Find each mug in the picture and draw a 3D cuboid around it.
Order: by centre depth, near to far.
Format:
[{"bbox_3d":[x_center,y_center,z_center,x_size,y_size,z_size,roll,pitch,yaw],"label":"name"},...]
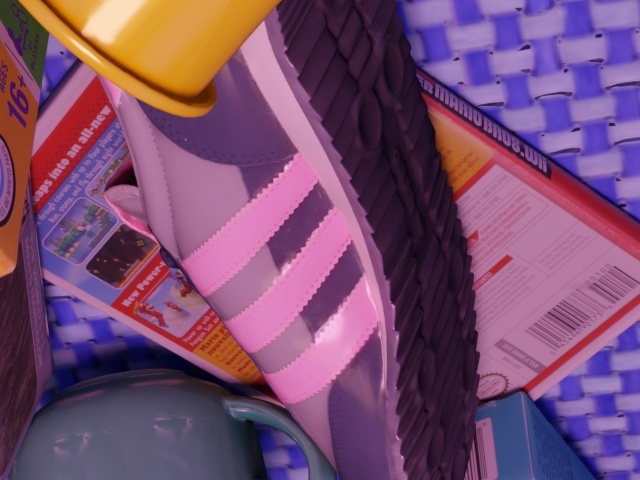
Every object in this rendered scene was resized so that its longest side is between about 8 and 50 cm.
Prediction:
[{"bbox_3d":[-0.080,0.120,0.753,0.158,0.097,0.129,-8,162,-13],"label":"mug"}]

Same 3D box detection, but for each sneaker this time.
[{"bbox_3d":[-0.016,0.000,0.634,0.131,0.112,0.319,1,126,26],"label":"sneaker"}]

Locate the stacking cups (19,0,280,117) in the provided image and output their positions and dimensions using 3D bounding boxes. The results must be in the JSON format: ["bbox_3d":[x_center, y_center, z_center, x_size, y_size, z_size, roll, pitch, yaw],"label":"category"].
[{"bbox_3d":[0.034,-0.179,0.434,0.096,0.096,0.316,38,106,-23],"label":"stacking cups"}]

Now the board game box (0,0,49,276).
[{"bbox_3d":[-0.172,-0.167,0.403,0.064,0.242,0.316,-12,141,14],"label":"board game box"}]

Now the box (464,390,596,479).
[{"bbox_3d":[0.123,0.186,0.801,0.101,0.060,0.244,-25,129,21],"label":"box"}]

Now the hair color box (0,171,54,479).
[{"bbox_3d":[-0.322,0.003,0.668,0.375,0.113,0.185,7,130,5],"label":"hair color box"}]

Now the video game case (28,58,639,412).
[{"bbox_3d":[0.000,0.000,0.703,0.285,0.025,0.204,32,126,-20],"label":"video game case"}]
